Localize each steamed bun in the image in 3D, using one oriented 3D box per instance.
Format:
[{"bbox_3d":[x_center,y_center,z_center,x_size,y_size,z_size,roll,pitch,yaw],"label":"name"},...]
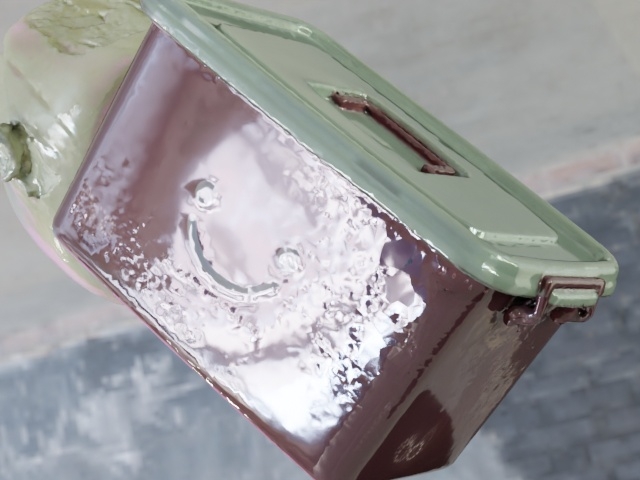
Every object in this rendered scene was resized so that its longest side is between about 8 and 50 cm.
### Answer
[{"bbox_3d":[-0.154,-0.050,1.183,0.152,0.170,0.239,-31,136,-30],"label":"steamed bun"}]

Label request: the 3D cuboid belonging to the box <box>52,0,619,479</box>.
[{"bbox_3d":[0.000,0.000,0.956,0.193,0.294,0.167,1,125,-58],"label":"box"}]
